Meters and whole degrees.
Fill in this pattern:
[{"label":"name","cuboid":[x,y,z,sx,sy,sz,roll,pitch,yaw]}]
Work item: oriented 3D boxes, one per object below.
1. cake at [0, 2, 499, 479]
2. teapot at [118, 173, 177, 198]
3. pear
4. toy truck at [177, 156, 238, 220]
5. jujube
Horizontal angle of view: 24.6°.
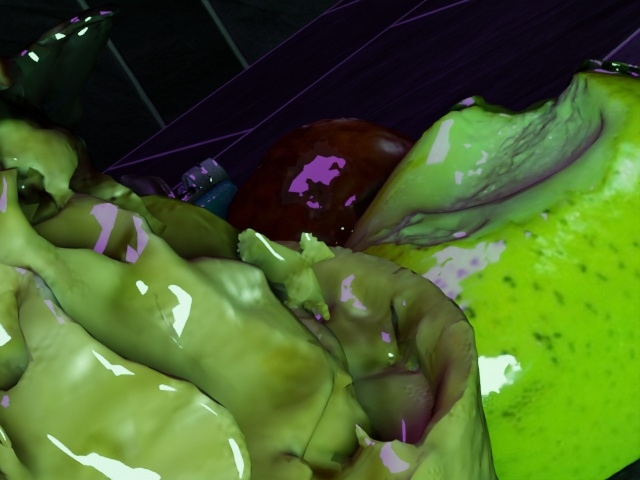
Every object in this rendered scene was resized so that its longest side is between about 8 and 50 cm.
[{"label":"cake","cuboid":[-0.102,0.060,0.552,0.332,0.321,0.332,-16,24,7]},{"label":"teapot","cuboid":[-0.164,0.061,1.143,0.173,0.269,0.182,-5,35,-34]},{"label":"pear","cuboid":[0.092,0.037,0.801,0.292,0.159,0.292,-32,16,10]},{"label":"toy truck","cuboid":[-0.118,0.017,1.310,0.114,0.124,0.253,-38,-7,-19]},{"label":"jujube","cuboid":[0.000,0.000,1.114,0.168,0.168,0.236,-41,9,-32]}]
